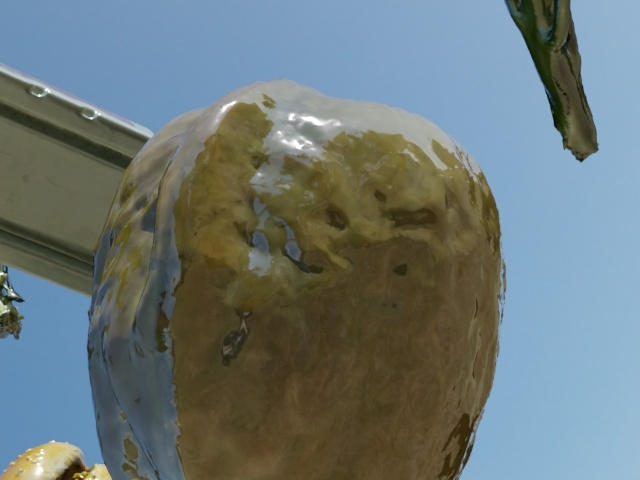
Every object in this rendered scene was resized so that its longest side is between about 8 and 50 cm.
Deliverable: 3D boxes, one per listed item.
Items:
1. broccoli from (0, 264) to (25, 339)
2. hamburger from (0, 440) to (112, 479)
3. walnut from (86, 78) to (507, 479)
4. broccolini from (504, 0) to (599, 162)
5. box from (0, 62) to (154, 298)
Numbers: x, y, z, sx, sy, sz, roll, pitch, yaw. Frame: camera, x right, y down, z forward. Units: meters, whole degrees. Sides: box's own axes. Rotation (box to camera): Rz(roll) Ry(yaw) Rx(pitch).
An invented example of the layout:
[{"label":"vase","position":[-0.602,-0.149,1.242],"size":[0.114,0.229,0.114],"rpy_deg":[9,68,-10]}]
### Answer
[{"label":"broccoli","position":[-0.476,-0.050,1.530],"size":[0.221,0.252,0.361],"rpy_deg":[-44,23,49]},{"label":"hamburger","position":[-0.233,0.261,0.890],"size":[0.191,0.118,0.182],"rpy_deg":[-65,-7,-63]},{"label":"walnut","position":[-0.016,0.051,0.595],"size":[0.283,0.227,0.283],"rpy_deg":[14,-107,-56]},{"label":"broccolini","position":[0.094,-0.099,0.413],"size":[0.074,0.058,0.201],"rpy_deg":[-52,-46,-15]},{"label":"box","position":[-0.296,-0.083,1.098],"size":[0.312,0.182,0.175],"rpy_deg":[23,-79,-20]}]
